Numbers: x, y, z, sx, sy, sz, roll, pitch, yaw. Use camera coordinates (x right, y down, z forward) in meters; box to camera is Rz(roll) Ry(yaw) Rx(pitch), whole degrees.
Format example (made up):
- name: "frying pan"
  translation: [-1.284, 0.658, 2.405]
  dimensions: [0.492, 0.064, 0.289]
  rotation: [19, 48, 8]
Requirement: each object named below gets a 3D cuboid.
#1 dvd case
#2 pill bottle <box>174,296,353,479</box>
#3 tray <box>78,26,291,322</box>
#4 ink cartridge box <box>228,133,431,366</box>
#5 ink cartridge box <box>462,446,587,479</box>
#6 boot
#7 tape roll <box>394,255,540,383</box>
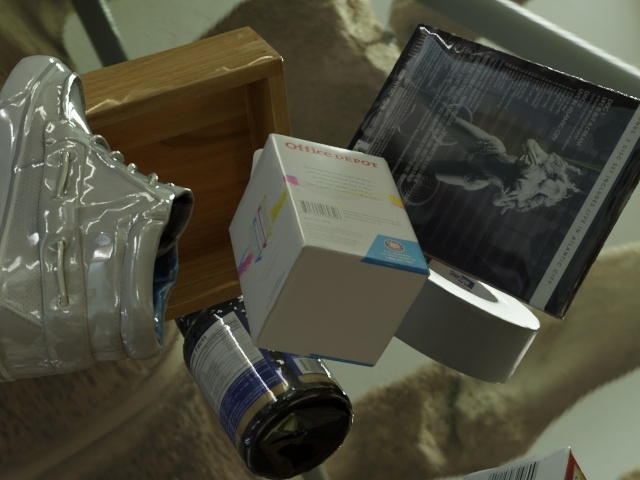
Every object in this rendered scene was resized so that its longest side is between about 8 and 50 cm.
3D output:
- name: "dvd case"
  translation: [0.122, -0.058, 0.907]
  dimensions: [0.164, 0.221, 0.018]
  rotation: [-60, -35, -5]
- name: "pill bottle"
  translation: [-0.067, 0.130, 1.275]
  dimensions: [0.123, 0.219, 0.122]
  rotation: [-19, -45, -20]
- name: "tray"
  translation: [-0.219, -0.008, 0.942]
  dimensions: [0.411, 0.076, 0.202]
  rotation: [-19, -52, -17]
- name: "ink cartridge box"
  translation: [0.000, 0.000, 0.842]
  dimensions: [0.092, 0.143, 0.090]
  rotation: [12, -55, -22]
- name: "ink cartridge box"
  translation: [0.237, 0.413, 1.201]
  dimensions: [0.130, 0.272, 0.309]
  rotation: [-22, -71, 28]
- name: "boot"
  translation: [-0.138, -0.022, 0.759]
  dimensions: [0.123, 0.258, 0.095]
  rotation: [-4, -42, 2]
- name: "tape roll"
  translation: [0.128, 0.067, 1.346]
  dimensions: [0.219, 0.219, 0.072]
  rotation: [23, -78, -34]
